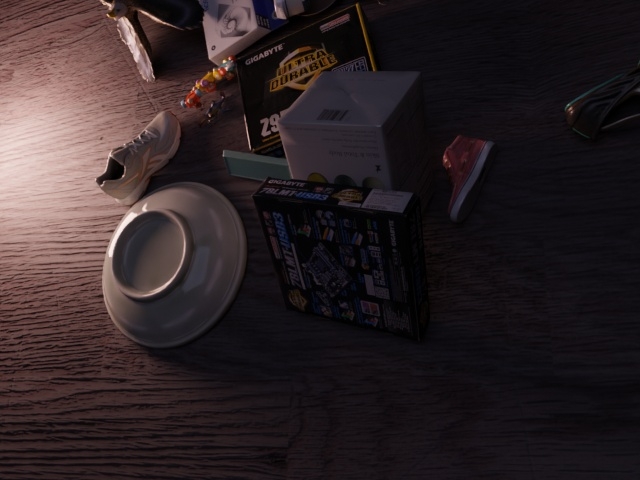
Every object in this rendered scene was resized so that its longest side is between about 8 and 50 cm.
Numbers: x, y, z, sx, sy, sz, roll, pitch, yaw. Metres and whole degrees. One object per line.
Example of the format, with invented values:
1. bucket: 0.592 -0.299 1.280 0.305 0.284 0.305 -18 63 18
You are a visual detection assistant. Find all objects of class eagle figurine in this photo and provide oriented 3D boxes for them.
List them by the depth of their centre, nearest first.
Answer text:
1. eagle figurine: -0.474 -0.582 1.627 0.226 0.298 0.225 -29 27 59

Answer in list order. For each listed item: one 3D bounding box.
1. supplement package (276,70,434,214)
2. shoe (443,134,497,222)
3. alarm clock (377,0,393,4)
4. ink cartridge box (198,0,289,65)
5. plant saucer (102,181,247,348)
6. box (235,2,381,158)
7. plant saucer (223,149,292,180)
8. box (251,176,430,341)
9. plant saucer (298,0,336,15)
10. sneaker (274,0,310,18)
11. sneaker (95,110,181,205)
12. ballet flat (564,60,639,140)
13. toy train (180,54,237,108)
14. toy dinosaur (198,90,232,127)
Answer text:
1. supplement package: 0.077 -0.150 1.166 0.199 0.262 0.198 8 43 27
2. shoe: 0.269 -0.122 1.221 0.081 0.063 0.177 21 78 30
3. alarm clock: 0.113 -0.605 1.436 0.129 0.064 0.192 -27 69 -1
4. ink cartridge box: -0.199 -0.582 1.573 0.224 0.045 0.223 -25 65 24
5. plant saucer: -0.363 0.042 1.438 0.401 0.100 0.400 -7 72 23
6. box: -0.023 -0.351 1.418 0.322 0.079 0.257 -19 69 18
7. plant saucer: -0.137 -0.161 1.417 0.192 0.067 0.018 11 45 27
8. box: 0.043 0.034 1.154 0.294 0.295 0.073 10 42 28
9. plant saucer: -0.012 -0.609 1.522 0.169 0.029 0.168 -7 71 22
10. sneaker: -0.066 -0.643 1.502 0.091 0.094 0.258 -6 75 4
11. sneaker: -0.445 -0.212 1.543 0.099 0.121 0.262 31 88 28
12. ballet flat: 0.575 -0.278 1.118 0.280 0.095 0.096 -38 72 21
13. toy train: -0.260 -0.378 1.533 0.166 0.046 0.125 -34 29 15
14. toy dinosaur: -0.262 -0.327 1.543 0.090 0.047 0.082 -8 50 35
